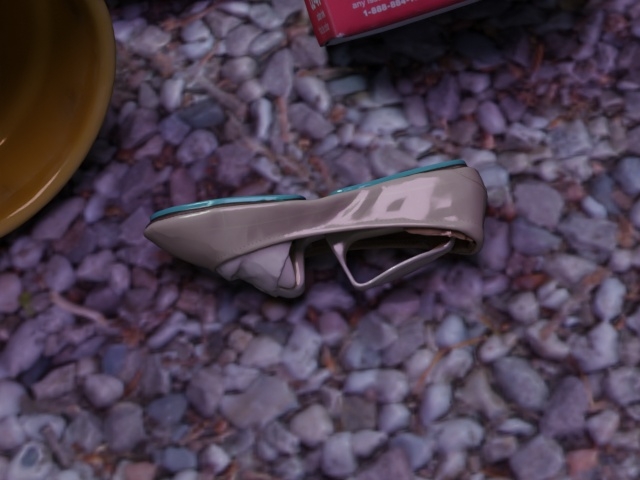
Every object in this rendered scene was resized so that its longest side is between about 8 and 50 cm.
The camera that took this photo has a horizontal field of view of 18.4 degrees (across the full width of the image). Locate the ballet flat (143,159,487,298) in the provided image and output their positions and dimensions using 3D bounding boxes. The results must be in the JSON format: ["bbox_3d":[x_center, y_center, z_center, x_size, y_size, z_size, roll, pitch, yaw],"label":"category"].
[{"bbox_3d":[0.000,0.000,1.413,0.248,0.086,0.086,-10,56,0],"label":"ballet flat"}]

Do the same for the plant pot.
[{"bbox_3d":[-0.320,-0.149,1.457,0.254,0.254,0.239,-40,51,-18],"label":"plant pot"}]

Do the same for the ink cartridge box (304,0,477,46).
[{"bbox_3d":[0.063,-0.323,1.492,0.226,0.131,0.306,-19,96,-3],"label":"ink cartridge box"}]
